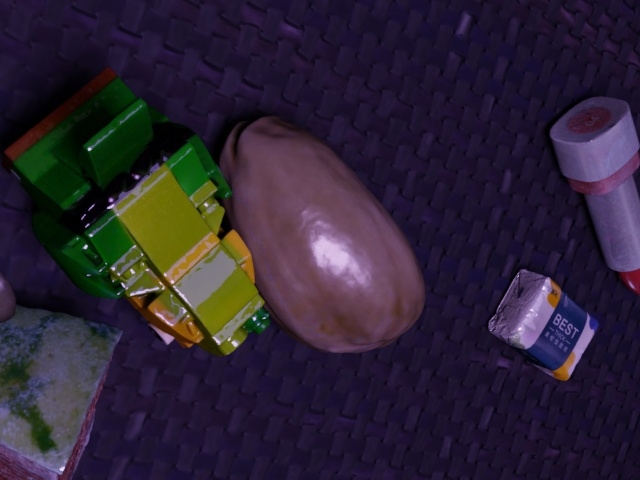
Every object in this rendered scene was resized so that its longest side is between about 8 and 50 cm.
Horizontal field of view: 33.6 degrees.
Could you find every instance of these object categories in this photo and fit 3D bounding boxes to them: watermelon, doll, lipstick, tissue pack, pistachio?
[{"bbox_3d":[-0.155,0.108,0.618,0.098,0.121,0.158,-55,131,-37],"label":"watermelon"},{"bbox_3d":[-0.098,-0.009,0.609,0.106,0.134,0.186,-45,127,-19],"label":"doll"},{"bbox_3d":[0.245,-0.026,0.886,0.063,0.057,0.186,-39,125,-21],"label":"lipstick"},{"bbox_3d":[0.184,0.070,0.870,0.083,0.042,0.062,37,82,-33],"label":"tissue pack"},{"bbox_3d":[0.000,0.000,0.697,0.185,0.108,0.126,53,48,-23],"label":"pistachio"}]

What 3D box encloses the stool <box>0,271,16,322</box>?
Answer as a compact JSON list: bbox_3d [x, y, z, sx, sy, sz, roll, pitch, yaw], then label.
[{"bbox_3d":[-0.281,0.001,0.431,0.178,0.272,0.272,-44,122,-37],"label":"stool"}]
